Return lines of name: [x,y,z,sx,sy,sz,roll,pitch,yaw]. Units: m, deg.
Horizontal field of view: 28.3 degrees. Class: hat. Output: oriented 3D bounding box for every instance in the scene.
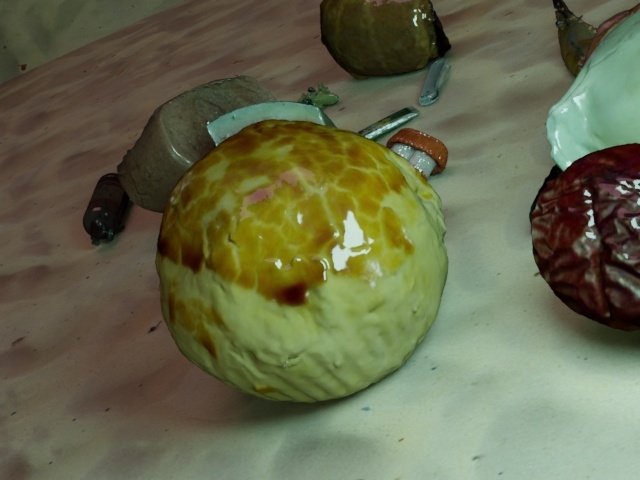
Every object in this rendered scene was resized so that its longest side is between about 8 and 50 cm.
hat: [0.125,-0.096,2.014,0.112,0.093,0.162,-6,50,60]

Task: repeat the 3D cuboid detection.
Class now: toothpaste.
toothpaste: [0.085,-0.188,2.280,0.204,0.031,0.049,-30,25,-5]

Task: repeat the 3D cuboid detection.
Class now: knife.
knife: [0.215,-0.296,2.358,0.044,0.023,0.162,-13,28,23]

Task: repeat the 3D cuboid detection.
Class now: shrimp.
shrimp: [0.457,-0.341,2.133,0.117,0.066,0.262,-10,41,6]

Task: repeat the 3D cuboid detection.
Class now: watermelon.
watermelon: [-0.060,-0.108,2.109,0.213,0.262,0.201,-19,54,15]

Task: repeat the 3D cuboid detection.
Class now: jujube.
jujube: [0.398,0.006,1.367,0.216,0.216,0.342,-42,33,-27]

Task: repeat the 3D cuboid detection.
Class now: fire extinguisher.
fire extinguisher: [-0.434,-0.065,2.519,0.075,0.106,0.252,-5,27,5]

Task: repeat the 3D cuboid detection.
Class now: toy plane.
toy plane: [-0.008,-0.285,2.565,0.111,0.040,0.102,-6,52,45]

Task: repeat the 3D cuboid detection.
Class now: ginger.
ginger: [0.111,-0.425,2.507,0.223,0.200,0.269,-26,24,3]

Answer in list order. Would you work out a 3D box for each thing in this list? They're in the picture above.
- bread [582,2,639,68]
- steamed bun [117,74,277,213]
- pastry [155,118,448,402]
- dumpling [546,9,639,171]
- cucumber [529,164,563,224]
bread: [0.473,-0.248,1.854,0.190,0.123,0.244,-17,26,30]
steamed bun: [-0.203,-0.155,2.327,0.301,0.199,0.251,-31,-11,-44]
pastry: [-0.030,0.013,1.630,0.388,0.313,0.388,-19,37,15]
dumpling: [0.445,-0.198,1.602,0.320,0.212,0.270,-43,45,26]
cucumber: [0.346,-0.092,1.760,0.078,0.062,0.211,-14,28,33]
